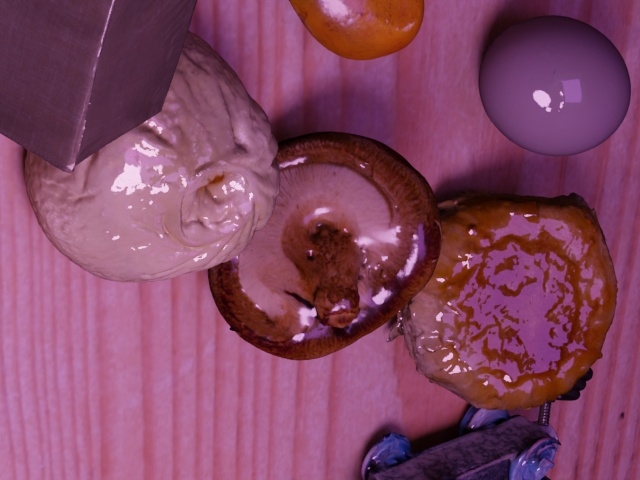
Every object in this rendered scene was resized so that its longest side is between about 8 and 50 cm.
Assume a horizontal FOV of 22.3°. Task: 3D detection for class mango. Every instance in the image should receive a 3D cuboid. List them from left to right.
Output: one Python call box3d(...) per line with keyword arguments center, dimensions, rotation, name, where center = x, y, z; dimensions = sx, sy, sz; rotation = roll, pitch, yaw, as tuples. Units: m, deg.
box3d(center=(0.028, -0.231, 1.519), dimensions=(0.165, 0.089, 0.115), rotation=(15, 97, -43), name="mango")

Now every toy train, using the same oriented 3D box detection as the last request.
box3d(center=(0.150, 0.305, 1.861), dimensions=(0.299, 0.131, 0.202), rotation=(-13, 124, -38), name="toy train")

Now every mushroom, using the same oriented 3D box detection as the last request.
box3d(center=(0.003, 0.004, 1.552), dimensions=(0.231, 0.194, 0.138), rotation=(-28, 159, 1), name="mushroom")

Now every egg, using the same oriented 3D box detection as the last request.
box3d(center=(0.251, -0.161, 1.714), dimensions=(0.198, 0.146, 0.146), rotation=(19, 96, -52), name="egg")

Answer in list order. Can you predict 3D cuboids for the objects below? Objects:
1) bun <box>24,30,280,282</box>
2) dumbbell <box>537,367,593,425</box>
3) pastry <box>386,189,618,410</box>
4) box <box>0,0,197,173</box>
box3d(center=(-0.132, -0.073, 1.402), dimensions=(0.244, 0.153, 0.244), rotation=(-17, 115, -41), name="bun")
box3d(center=(0.270, 0.111, 1.874), dimensions=(0.099, 0.099, 0.208), rotation=(22, 72, -46), name="dumbbell")
box3d(center=(0.201, 0.063, 1.760), dimensions=(0.257, 0.121, 0.236), rotation=(1, 93, -20), name="pastry")
box3d(center=(-0.183, -0.200, 1.200), dimensions=(0.149, 0.155, 0.231), rotation=(-43, 158, -56), name="box")
